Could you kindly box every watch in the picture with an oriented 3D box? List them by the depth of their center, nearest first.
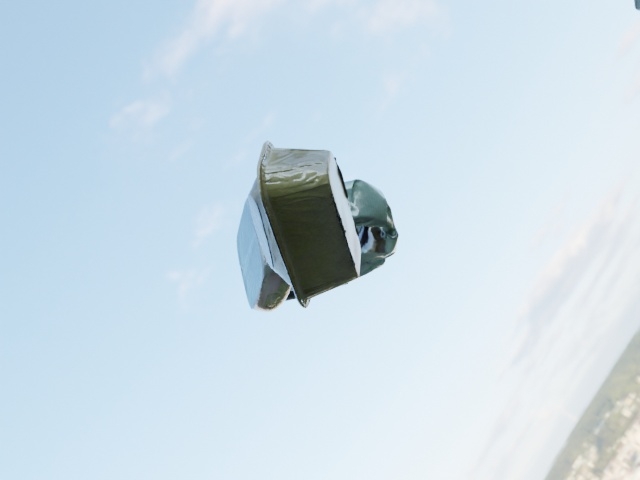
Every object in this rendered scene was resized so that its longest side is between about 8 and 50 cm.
[{"bbox_3d":[0.000,0.000,1.306,0.241,0.162,0.253,-7,-26,-18],"label":"watch"}]

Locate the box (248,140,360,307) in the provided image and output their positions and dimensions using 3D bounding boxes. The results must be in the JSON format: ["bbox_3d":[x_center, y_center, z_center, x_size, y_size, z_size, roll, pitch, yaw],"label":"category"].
[{"bbox_3d":[-0.021,-0.018,0.833,0.111,0.111,0.177,-41,-51,-33],"label":"box"}]

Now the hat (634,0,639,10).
[{"bbox_3d":[0.234,-0.239,0.466,0.173,0.144,0.166,-63,-30,-1],"label":"hat"}]
